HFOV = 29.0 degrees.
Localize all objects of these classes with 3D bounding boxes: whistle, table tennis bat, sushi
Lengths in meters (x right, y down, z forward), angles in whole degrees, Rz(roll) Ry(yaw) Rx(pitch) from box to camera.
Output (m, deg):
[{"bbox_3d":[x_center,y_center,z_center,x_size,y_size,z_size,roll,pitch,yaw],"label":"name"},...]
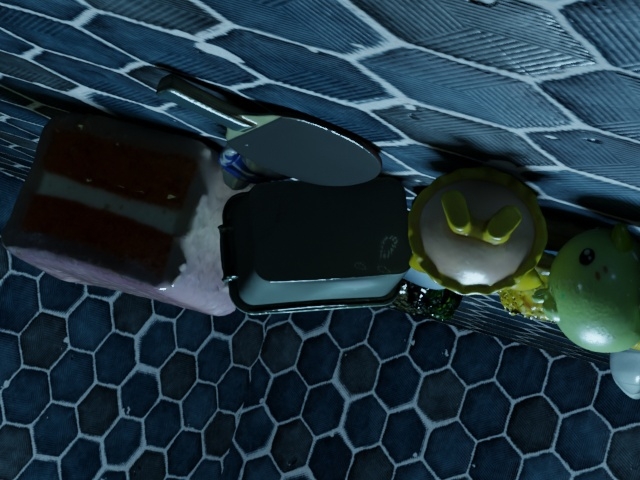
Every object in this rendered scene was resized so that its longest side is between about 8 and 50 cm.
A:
[{"bbox_3d":[0.357,0.033,1.278,0.294,0.141,0.141,-19,155,30],"label":"whistle"},{"bbox_3d":[-0.055,-0.116,1.347,0.274,0.021,0.154,23,158,-31],"label":"table tennis bat"},{"bbox_3d":[0.169,0.063,2.023,0.127,0.124,0.225,17,173,18],"label":"sushi"}]

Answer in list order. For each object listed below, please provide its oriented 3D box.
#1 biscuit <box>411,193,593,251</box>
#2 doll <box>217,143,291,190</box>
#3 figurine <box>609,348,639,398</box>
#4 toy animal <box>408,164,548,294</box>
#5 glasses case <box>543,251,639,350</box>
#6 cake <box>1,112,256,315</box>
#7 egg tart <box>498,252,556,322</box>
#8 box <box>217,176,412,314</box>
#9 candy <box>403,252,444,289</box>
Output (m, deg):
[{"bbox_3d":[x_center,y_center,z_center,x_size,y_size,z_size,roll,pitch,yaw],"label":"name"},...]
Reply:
[{"bbox_3d":[0.203,-0.023,1.500,0.141,0.038,0.290,22,173,-40],"label":"biscuit"},{"bbox_3d":[-0.076,-0.101,1.522,0.114,0.057,0.227,14,168,-25],"label":"doll"},{"bbox_3d":[0.643,0.233,2.245,0.236,0.133,0.176,12,164,22],"label":"figurine"},{"bbox_3d":[0.166,-0.004,1.304,0.156,0.156,0.230,16,171,11],"label":"toy animal"},{"bbox_3d":[0.348,0.076,1.632,0.234,0.064,0.079,27,-161,-5],"label":"glasses case"},{"bbox_3d":[-0.253,-0.034,1.776,0.309,0.237,0.230,14,174,21],"label":"cake"},{"bbox_3d":[0.286,0.059,1.482,0.212,0.090,0.212,17,175,1],"label":"egg tart"},{"bbox_3d":[0.000,0.000,1.546,0.243,0.163,0.135,-2,168,-11],"label":"box"},{"bbox_3d":[0.113,0.010,1.860,0.174,0.071,0.138,27,171,23],"label":"candy"}]
